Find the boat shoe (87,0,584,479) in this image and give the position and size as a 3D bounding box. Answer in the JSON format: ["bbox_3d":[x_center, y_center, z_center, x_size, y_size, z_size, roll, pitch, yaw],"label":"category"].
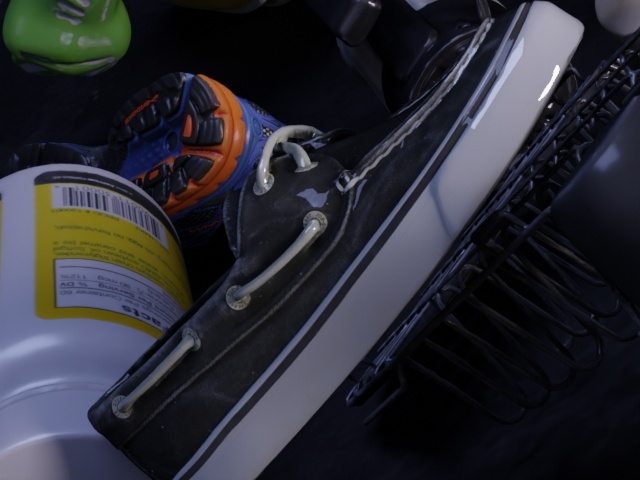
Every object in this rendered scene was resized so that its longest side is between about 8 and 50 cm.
[{"bbox_3d":[0.000,0.000,0.556,0.219,0.070,0.078,-51,0,15],"label":"boat shoe"}]

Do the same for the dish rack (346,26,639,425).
[{"bbox_3d":[0.110,-0.021,0.617,0.208,0.074,0.271,-50,0,-28],"label":"dish rack"}]

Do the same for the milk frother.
[{"bbox_3d":[0.074,-0.121,0.806,0.143,0.129,0.135,-40,30,5],"label":"milk frother"}]

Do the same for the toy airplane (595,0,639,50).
[{"bbox_3d":[0.225,-0.296,0.875,0.386,0.272,0.384,-64,14,13],"label":"toy airplane"}]

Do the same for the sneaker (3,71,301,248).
[{"bbox_3d":[-0.095,-0.018,0.870,0.221,0.087,0.083,-17,68,45],"label":"sneaker"}]

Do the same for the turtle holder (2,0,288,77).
[{"bbox_3d":[-0.058,-0.237,1.039,0.227,0.243,0.320,132,145,-58],"label":"turtle holder"}]

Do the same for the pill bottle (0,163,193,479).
[{"bbox_3d":[-0.108,0.063,0.706,0.119,0.119,0.208,-27,30,5],"label":"pill bottle"}]
